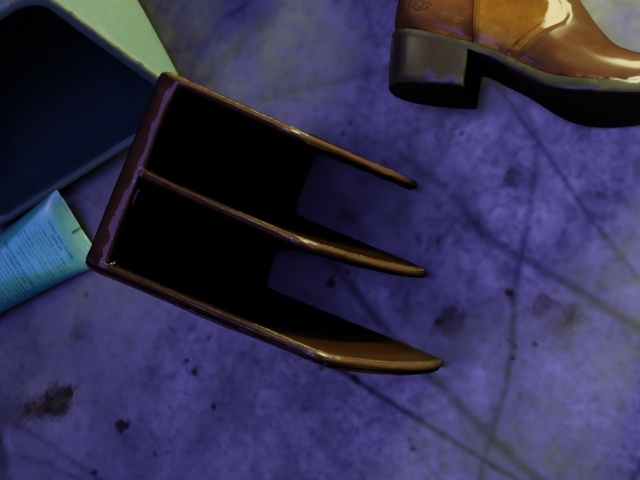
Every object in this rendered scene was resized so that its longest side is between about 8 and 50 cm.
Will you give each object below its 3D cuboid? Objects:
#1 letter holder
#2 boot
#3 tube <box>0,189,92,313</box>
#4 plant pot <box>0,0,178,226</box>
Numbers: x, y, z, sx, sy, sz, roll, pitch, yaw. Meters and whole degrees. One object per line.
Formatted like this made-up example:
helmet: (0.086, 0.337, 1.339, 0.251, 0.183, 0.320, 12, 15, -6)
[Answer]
letter holder: (0.000, 0.000, 1.160, 0.214, 0.302, 0.152, 23, 93, 20)
boot: (0.200, -0.241, 1.239, 0.264, 0.096, 0.280, 6, 78, 20)
tube: (-0.309, 0.039, 1.403, 0.207, 0.052, 0.080, -31, 102, 12)
plant pot: (-0.306, -0.200, 1.331, 0.248, 0.247, 0.252, -30, 62, 15)
